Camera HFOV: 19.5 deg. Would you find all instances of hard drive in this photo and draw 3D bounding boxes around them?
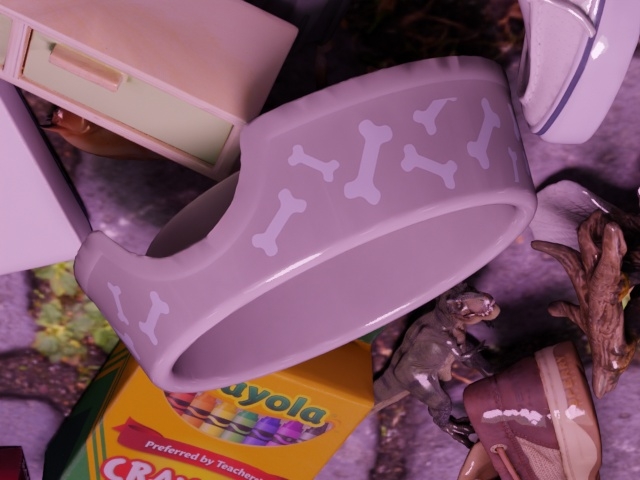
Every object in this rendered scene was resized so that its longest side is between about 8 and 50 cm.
[{"bbox_3d":[-0.366,-0.037,1.456,0.319,0.040,0.210,-12,133,13],"label":"hard drive"}]

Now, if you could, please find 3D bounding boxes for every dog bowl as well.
[{"bbox_3d":[0.000,0.000,1.345,0.349,0.102,0.349,-23,165,-7],"label":"dog bowl"}]

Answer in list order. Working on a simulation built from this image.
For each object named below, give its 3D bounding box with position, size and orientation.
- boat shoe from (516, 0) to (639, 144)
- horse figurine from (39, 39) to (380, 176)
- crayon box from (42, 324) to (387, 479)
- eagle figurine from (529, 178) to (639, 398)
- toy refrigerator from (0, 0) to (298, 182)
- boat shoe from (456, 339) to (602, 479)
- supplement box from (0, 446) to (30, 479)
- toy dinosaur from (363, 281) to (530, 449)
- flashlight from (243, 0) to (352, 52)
[{"bbox_3d":[0.141,-0.225,1.229,0.156,0.136,0.367,4,130,-5],"label":"boat shoe"},{"bbox_3d":[-0.061,-0.095,1.396,0.263,0.066,0.174,19,125,-15],"label":"horse figurine"},{"bbox_3d":[-0.092,0.149,1.617,0.202,0.081,0.318,20,129,-19],"label":"crayon box"},{"bbox_3d":[0.330,0.012,1.455,0.298,0.225,0.226,-25,-179,-17],"label":"eagle figurine"},{"bbox_3d":[-0.162,-0.144,1.262,0.269,0.094,0.102,26,155,-4],"label":"toy refrigerator"},{"bbox_3d":[0.174,0.199,1.602,0.123,0.123,0.342,-15,152,0],"label":"boat shoe"},{"bbox_3d":[-0.333,0.295,1.640,0.130,0.239,0.073,-2,132,0],"label":"supplement box"},{"bbox_3d":[0.104,0.119,1.612,0.118,0.064,0.268,23,134,-17],"label":"toy dinosaur"},{"bbox_3d":[0.017,-0.256,1.218,0.103,0.103,0.304,18,130,-13],"label":"flashlight"}]
